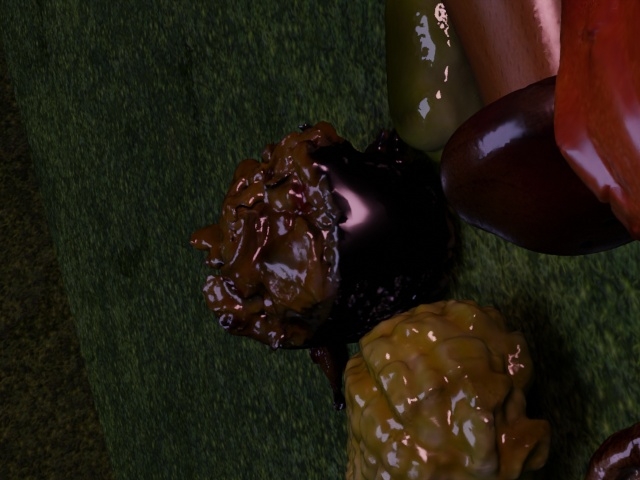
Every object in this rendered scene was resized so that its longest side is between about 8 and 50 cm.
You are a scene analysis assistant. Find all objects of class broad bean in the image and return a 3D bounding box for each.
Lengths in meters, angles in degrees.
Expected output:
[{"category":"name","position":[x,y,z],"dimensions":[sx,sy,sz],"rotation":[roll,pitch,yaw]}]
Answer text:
[{"category":"broad bean","position":[0.101,-0.152,1.382],"dimensions":[0.124,0.082,0.174],"rotation":[138,129,-66]}]

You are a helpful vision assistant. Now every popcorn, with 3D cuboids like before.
[{"category":"popcorn","position":[0.103,0.166,1.407],"dimensions":[0.286,0.173,0.225],"rotation":[87,176,-49]}]

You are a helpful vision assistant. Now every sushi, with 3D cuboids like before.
[{"category":"sushi","position":[-0.002,-0.005,1.537],"dimensions":[0.213,0.204,0.200],"rotation":[109,149,-44]}]

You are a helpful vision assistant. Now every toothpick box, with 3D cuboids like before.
[{"category":"toothpick box","position":[0.158,-0.138,1.089],"dimensions":[0.192,0.192,0.294],"rotation":[124,138,-62]}]

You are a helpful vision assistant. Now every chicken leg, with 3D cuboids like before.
[{"category":"chicken leg","position":[0.005,0.121,1.818],"dimensions":[0.062,0.037,0.145],"rotation":[68,-172,-80]}]

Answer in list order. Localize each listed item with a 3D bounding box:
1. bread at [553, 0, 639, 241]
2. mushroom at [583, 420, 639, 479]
[{"category":"bread","position":[0.267,-0.051,0.660],"dimensions":[0.327,0.295,0.114],"rotation":[41,149,9]},{"category":"mushroom","position":[0.253,0.185,1.137],"dimensions":[0.135,0.080,0.170],"rotation":[54,144,22]}]
